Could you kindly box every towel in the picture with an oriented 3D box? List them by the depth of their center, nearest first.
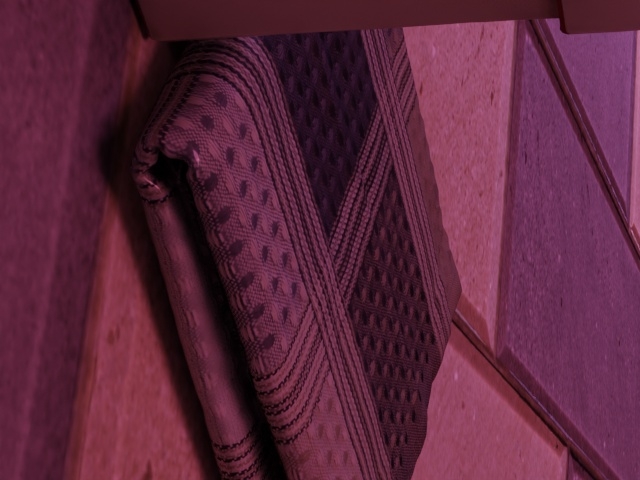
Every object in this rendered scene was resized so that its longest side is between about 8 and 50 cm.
[{"bbox_3d":[0.000,0.000,0.802,0.312,0.056,0.324,-70,150,-51],"label":"towel"}]

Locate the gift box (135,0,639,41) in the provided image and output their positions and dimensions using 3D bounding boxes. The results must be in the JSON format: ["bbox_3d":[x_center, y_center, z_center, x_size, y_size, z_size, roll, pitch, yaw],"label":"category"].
[{"bbox_3d":[0.051,-0.253,0.623,0.255,0.258,0.276,71,28,-43],"label":"gift box"}]
